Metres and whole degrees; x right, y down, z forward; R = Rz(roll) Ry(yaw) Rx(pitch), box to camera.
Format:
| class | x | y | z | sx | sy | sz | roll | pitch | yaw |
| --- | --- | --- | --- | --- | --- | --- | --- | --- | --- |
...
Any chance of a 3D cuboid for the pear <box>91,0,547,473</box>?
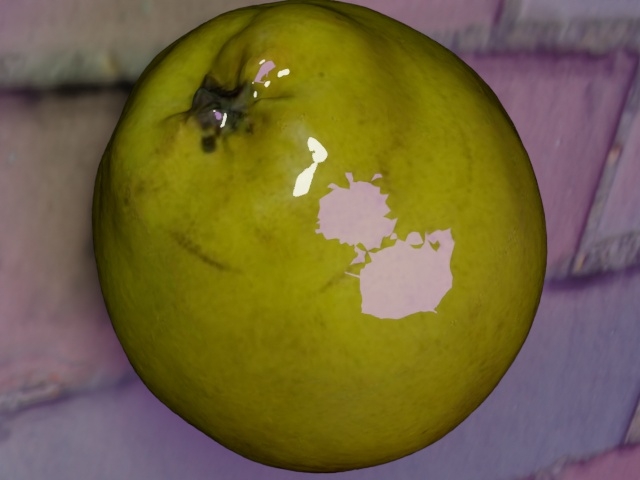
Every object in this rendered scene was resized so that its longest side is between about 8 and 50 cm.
| class | x | y | z | sx | sy | sz | roll | pitch | yaw |
| --- | --- | --- | --- | --- | --- | --- | --- | --- | --- |
| pear | 0.000 | 0.000 | 0.837 | 0.212 | 0.212 | 0.269 | -51 | 152 | -11 |
